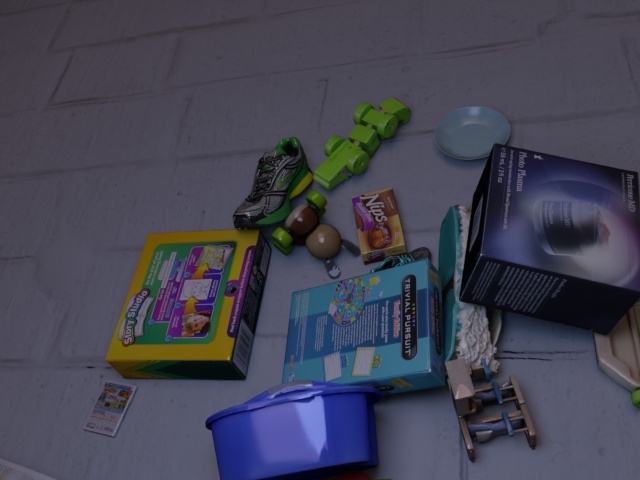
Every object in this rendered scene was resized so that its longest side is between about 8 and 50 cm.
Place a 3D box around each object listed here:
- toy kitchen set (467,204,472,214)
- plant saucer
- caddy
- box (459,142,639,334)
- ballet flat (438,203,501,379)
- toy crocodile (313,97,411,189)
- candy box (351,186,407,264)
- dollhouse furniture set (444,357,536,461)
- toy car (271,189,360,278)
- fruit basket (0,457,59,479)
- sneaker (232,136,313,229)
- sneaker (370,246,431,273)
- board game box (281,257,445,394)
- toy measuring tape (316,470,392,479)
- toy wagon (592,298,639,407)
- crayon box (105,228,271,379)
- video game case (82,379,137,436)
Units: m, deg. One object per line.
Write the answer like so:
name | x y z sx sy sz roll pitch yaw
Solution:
toy kitchen set | 0.388 -0.047 1.502 0.068 0.083 0.075 -2 39 -39
plant saucer | 0.398 -0.274 1.684 0.195 0.037 0.194 -8 53 11
caddy | -0.046 0.356 1.211 0.342 0.241 0.179 -13 66 7
box | 0.453 -0.009 1.264 0.294 0.182 0.296 13 55 5
ballet flat | 0.322 0.115 1.380 0.147 0.147 0.408 -1 57 16
toy crocodile | 0.114 -0.264 1.734 0.115 0.105 0.340 31 73 33
candy box | 0.144 -0.038 1.576 0.109 0.053 0.186 -12 53 8
dollhouse furniture set | 0.315 0.306 1.180 0.130 0.183 0.128 -15 51 6
toy car | 0.000 0.000 1.569 0.188 0.149 0.155 40 79 7
fruit basket | -0.676 0.609 1.275 0.353 0.165 0.326 11 58 20
sneaker | -0.134 -0.145 1.627 0.134 0.146 0.343 -1 35 24
sneaker | 0.183 0.060 1.474 0.167 0.076 0.065 -33 53 -9
board game box | 0.087 0.198 1.342 0.336 0.079 0.253 -16 50 27
toy measuring tape | 0.001 0.493 1.176 0.330 0.121 0.121 -8 52 10
toy wagon | 0.709 0.189 1.223 0.345 0.068 0.267 -3 54 14
crayon box | -0.307 0.148 1.542 0.313 0.106 0.362 -3 53 16
video game case | -0.484 0.386 1.477 0.087 0.011 0.122 5 56 21
